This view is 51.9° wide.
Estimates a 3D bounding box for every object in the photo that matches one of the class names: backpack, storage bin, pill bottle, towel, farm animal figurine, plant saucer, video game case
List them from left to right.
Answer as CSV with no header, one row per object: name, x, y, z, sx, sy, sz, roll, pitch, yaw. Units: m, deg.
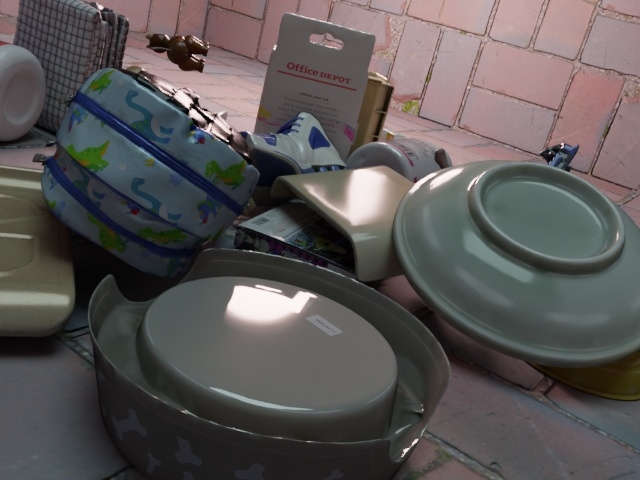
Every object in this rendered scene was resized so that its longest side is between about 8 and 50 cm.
pill bottle,-0.705,-0.313,1.242,0.323,0.181,0.181,18,20,9
towel,-0.531,-0.372,1.377,0.235,0.283,0.121,25,21,23
farm animal figurine,-0.334,-0.230,1.246,0.172,0.330,0.326,12,48,-15
backpack,-0.214,-0.093,0.848,0.290,0.273,0.355,41,-19,-20
video game case,0.000,0.000,1.105,0.210,0.041,0.232,21,21,15
storage bin,0.009,-0.283,1.551,0.260,0.262,0.123,10,21,-13
pill bottle,0.181,-0.143,1.448,0.160,0.160,0.283,25,22,26
plant saucer,0.307,-0.011,0.935,0.401,0.100,0.400,5,43,-5

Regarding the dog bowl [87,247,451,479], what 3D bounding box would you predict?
dog bowl,-0.052,0.124,0.649,0.349,0.102,0.349,14,20,-5

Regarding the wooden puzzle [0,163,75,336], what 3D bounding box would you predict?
wooden puzzle,-0.451,0.005,0.735,0.322,0.080,0.348,5,27,-24

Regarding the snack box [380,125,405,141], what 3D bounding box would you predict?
snack box,0.149,-0.204,1.618,0.037,0.141,0.100,3,22,-32

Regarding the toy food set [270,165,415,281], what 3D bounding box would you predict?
toy food set,0.076,-0.035,1.097,0.220,0.092,0.306,-9,30,-29

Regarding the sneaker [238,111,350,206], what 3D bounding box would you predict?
sneaker,-0.066,-0.162,1.265,0.316,0.127,0.182,11,45,-46

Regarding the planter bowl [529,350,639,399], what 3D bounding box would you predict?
planter bowl,0.389,0.132,0.960,0.217,0.090,0.217,13,20,-5

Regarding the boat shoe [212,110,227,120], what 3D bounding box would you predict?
boat shoe,-0.293,-0.346,1.846,0.035,0.035,0.100,21,27,10

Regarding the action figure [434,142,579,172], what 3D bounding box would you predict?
action figure,0.318,-0.035,1.183,0.330,0.341,0.178,37,-15,32

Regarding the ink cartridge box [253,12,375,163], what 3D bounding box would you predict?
ink cartridge box,-0.024,-0.285,1.397,0.207,0.353,0.119,13,20,-7

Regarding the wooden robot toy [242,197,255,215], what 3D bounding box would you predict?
wooden robot toy,-0.198,-0.066,1.148,0.173,0.076,0.079,26,58,29
